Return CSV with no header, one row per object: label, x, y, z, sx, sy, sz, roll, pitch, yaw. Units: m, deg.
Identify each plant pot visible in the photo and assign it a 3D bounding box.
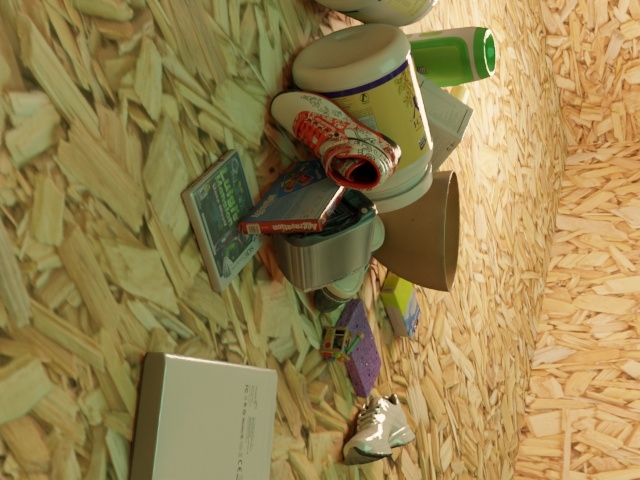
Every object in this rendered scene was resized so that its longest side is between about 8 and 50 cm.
plant pot,0.218,-0.023,2.076,0.284,0.191,0.284,1,90,-74

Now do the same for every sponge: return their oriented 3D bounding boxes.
sponge,0.088,0.245,2.005,0.117,0.031,0.210,-61,142,-46

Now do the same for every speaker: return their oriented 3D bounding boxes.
speaker,0.251,-0.423,2.056,0.131,0.297,0.131,4,85,-64

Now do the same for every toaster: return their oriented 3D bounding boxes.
toaster,0.000,0.000,1.659,0.227,0.129,0.146,-24,135,-23

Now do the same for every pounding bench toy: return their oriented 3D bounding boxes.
pounding bench toy,0.048,0.222,1.864,0.052,0.083,0.065,51,44,-52

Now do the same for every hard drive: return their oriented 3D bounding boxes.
hard drive,-0.180,0.313,1.438,0.353,0.047,0.233,26,67,-62

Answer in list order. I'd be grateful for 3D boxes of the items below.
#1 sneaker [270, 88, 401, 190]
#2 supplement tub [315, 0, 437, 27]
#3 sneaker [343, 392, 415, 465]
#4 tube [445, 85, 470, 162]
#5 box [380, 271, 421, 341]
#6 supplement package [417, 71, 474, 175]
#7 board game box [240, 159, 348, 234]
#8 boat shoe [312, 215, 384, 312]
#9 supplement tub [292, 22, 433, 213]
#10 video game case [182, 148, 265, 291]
sneaker,0.014,-0.184,1.611,0.090,0.270,0.145,-63,176,30
supplement tub,0.113,-0.575,1.849,0.325,0.235,0.235,-6,95,-64
sneaker,0.119,0.432,2.013,0.297,0.111,0.129,-3,77,-68
tube,0.386,-0.353,2.616,0.070,0.062,0.240,26,62,-12
box,0.206,0.159,2.236,0.109,0.042,0.178,-64,143,-42
supplement package,0.199,-0.284,1.986,0.134,0.244,0.139,-53,-175,44
board game box,-0.028,-0.085,1.616,0.281,0.145,0.027,-57,141,-57
boat shoe,0.054,0.035,1.907,0.099,0.116,0.319,-55,-173,38
supplement tub,0.097,-0.246,1.800,0.241,0.241,0.331,-61,141,-46
video game case,-0.161,-0.036,1.513,0.173,0.022,0.190,-54,136,-52
